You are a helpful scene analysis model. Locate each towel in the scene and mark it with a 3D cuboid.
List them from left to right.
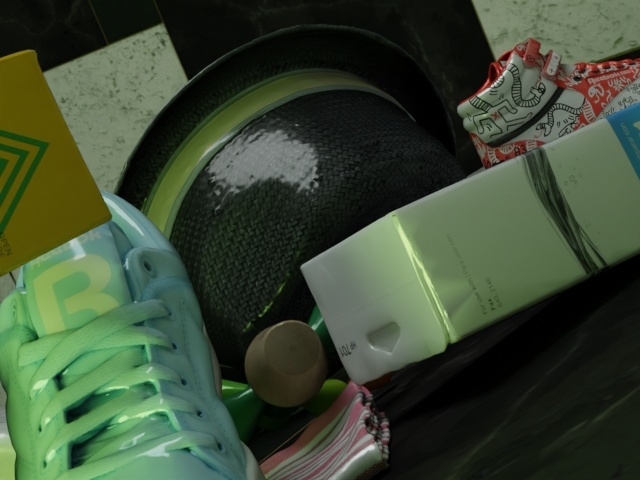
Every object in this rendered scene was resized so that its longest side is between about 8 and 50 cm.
[{"bbox_3d":[-0.028,0.135,1.031,0.144,0.029,0.197,-34,1,3],"label":"towel"}]

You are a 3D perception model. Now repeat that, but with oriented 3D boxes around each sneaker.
[{"bbox_3d":[-0.116,0.073,0.964,0.135,0.150,0.366,-25,21,-4],"label":"sneaker"},{"bbox_3d":[0.267,-0.156,1.901,0.270,0.145,0.090,-34,1,-10],"label":"sneaker"}]

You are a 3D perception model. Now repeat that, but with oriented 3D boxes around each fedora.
[{"bbox_3d":[0.000,0.000,1.472,0.334,0.334,0.152,-34,32,-19],"label":"fedora"}]

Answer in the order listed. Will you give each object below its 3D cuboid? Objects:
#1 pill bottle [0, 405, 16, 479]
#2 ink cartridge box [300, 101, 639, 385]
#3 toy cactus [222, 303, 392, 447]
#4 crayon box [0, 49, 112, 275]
[{"bbox_3d":[-0.173,0.165,1.196,0.131,0.131,0.229,-33,1,7],"label":"pill bottle"},{"bbox_3d":[0.105,0.001,1.072,0.190,0.082,0.139,-22,-4,-26],"label":"ink cartridge box"},{"bbox_3d":[-0.027,0.075,1.169,0.219,0.112,0.180,-31,-10,-13],"label":"toy cactus"},{"bbox_3d":[-0.331,0.048,0.896,0.363,0.106,0.313,-22,4,33],"label":"crayon box"}]
